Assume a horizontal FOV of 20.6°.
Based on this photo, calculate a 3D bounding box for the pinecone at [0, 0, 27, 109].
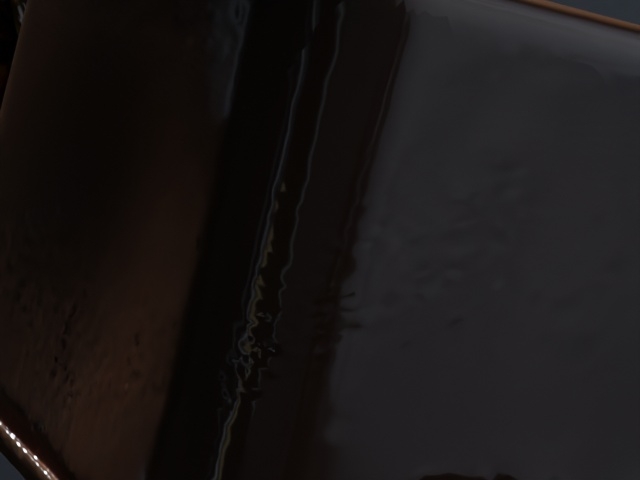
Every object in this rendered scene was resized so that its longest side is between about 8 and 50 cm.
[{"bbox_3d":[-0.225,-0.099,1.221,0.246,0.292,0.246,52,-157,-32],"label":"pinecone"}]

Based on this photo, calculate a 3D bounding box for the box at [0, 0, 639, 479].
[{"bbox_3d":[0.000,0.000,0.750,0.339,0.239,0.229,23,103,61],"label":"box"}]
